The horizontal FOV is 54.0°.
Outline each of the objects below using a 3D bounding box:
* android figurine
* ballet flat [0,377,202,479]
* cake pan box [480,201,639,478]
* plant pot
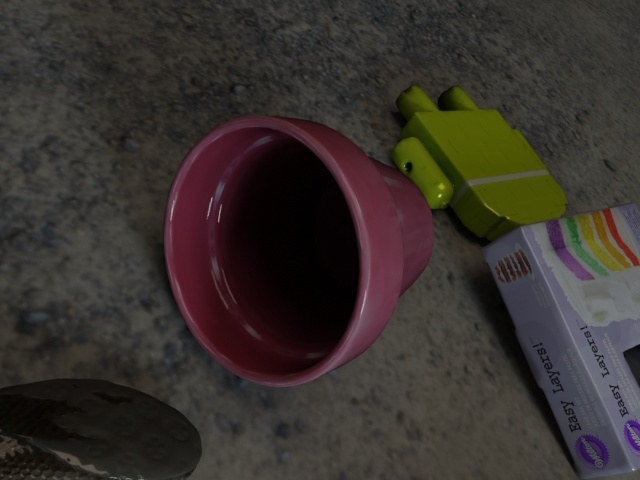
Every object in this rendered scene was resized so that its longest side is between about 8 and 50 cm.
[{"bbox_3d":[0.211,-0.092,0.816,0.248,0.056,0.273,-12,61,-38],"label":"android figurine"},{"bbox_3d":[-0.198,0.131,0.393,0.249,0.058,0.084,12,27,-30],"label":"ballet flat"},{"bbox_3d":[0.322,0.098,0.691,0.245,0.070,0.267,-9,72,-34],"label":"cake pan box"},{"bbox_3d":[0.000,0.000,0.531,0.201,0.201,0.180,53,31,17],"label":"plant pot"}]
